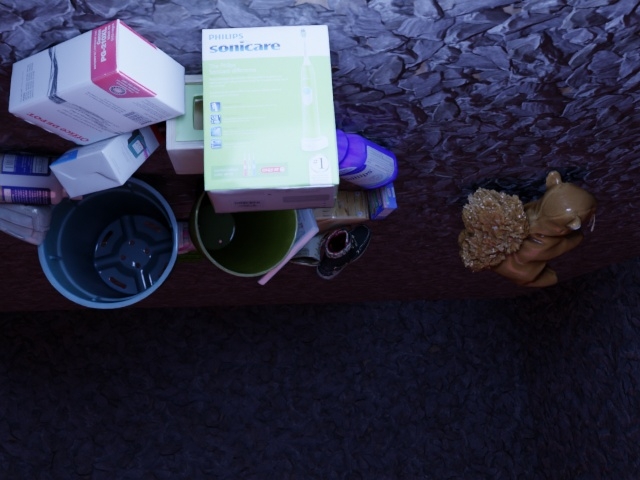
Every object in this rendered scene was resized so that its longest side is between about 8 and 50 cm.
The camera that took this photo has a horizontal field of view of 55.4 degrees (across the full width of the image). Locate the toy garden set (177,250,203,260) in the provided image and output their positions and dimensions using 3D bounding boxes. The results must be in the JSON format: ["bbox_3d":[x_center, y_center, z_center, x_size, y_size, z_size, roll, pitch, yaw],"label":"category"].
[{"bbox_3d":[-0.511,0.029,2.187,0.204,0.049,0.244,0,165,-22],"label":"toy garden set"}]

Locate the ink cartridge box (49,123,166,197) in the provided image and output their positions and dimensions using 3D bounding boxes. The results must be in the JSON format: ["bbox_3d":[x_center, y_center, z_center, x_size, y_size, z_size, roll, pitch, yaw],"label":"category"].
[{"bbox_3d":[-0.410,-0.186,1.217,0.134,0.231,0.078,-11,122,22],"label":"ink cartridge box"}]

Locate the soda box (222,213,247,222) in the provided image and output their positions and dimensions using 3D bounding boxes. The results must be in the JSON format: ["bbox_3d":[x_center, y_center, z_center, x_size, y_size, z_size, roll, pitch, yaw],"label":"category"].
[{"bbox_3d":[-0.212,-0.084,1.823,0.183,0.058,0.063,-16,161,39],"label":"soda box"}]

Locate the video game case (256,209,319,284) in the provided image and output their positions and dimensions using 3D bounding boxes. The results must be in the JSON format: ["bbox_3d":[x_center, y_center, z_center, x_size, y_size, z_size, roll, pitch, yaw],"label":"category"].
[{"bbox_3d":[-0.106,-0.015,1.688,0.026,0.206,0.227,34,112,-31],"label":"video game case"}]

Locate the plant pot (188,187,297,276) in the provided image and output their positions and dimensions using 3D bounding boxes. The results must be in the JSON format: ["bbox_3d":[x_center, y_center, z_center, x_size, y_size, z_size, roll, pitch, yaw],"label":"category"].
[{"bbox_3d":[-0.248,-0.040,1.657,0.275,0.274,0.294,4,176,-28],"label":"plant pot"}]

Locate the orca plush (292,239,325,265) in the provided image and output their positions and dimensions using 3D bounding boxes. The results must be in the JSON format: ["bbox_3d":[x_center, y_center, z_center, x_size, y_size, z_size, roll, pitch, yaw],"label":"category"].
[{"bbox_3d":[-0.131,0.018,2.114,0.287,0.102,0.151,-33,137,-4],"label":"orca plush"}]

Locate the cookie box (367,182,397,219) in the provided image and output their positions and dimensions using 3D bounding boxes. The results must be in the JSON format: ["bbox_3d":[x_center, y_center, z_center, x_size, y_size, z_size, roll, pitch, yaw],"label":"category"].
[{"bbox_3d":[0.175,-0.118,1.736,0.040,0.091,0.107,-3,164,-17],"label":"cookie box"}]

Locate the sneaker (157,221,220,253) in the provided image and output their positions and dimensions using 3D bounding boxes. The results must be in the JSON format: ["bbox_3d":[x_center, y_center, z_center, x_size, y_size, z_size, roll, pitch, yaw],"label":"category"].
[{"bbox_3d":[-0.423,-0.012,1.949,0.253,0.102,0.111,-14,164,31],"label":"sneaker"}]

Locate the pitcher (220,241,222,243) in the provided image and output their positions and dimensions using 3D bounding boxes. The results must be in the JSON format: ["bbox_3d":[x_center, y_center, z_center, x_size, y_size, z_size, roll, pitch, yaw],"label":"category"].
[{"bbox_3d":[-0.212,-0.004,1.995,0.207,0.125,0.178,10,-170,25],"label":"pitcher"}]

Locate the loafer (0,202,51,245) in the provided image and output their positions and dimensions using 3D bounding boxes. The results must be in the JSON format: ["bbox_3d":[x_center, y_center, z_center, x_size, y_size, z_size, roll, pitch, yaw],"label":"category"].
[{"bbox_3d":[-0.806,-0.073,1.456,0.320,0.111,0.112,18,-166,4],"label":"loafer"}]

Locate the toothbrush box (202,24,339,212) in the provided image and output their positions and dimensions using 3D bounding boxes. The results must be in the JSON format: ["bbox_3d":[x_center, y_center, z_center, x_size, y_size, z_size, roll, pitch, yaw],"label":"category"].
[{"bbox_3d":[-0.083,-0.198,1.004,0.207,0.283,0.122,-4,166,-3],"label":"toothbrush box"}]

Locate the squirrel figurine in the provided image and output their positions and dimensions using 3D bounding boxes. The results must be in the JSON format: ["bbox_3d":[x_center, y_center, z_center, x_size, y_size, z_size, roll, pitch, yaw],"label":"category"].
[{"bbox_3d":[0.621,-0.038,1.834,0.398,0.280,0.370,-2,159,-17],"label":"squirrel figurine"}]

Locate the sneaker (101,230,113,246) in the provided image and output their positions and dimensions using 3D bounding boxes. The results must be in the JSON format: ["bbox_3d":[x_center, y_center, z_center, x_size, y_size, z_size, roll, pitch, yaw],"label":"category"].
[{"bbox_3d":[-0.716,-0.008,1.954,0.086,0.064,0.192,-24,159,39],"label":"sneaker"}]

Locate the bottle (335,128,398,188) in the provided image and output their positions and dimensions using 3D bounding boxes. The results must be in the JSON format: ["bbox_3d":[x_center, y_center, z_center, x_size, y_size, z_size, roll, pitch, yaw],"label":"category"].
[{"bbox_3d":[0.066,-0.195,1.419,0.118,0.092,0.283,-14,162,36],"label":"bottle"}]

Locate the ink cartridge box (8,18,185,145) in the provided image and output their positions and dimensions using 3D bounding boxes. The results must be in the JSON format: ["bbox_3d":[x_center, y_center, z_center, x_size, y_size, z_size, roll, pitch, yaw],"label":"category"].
[{"bbox_3d":[-0.380,-0.260,1.046,0.237,0.100,0.172,-11,163,23],"label":"ink cartridge box"}]

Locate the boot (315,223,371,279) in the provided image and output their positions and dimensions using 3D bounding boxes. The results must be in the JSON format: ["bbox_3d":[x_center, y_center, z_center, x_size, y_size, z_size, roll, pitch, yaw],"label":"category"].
[{"bbox_3d":[0.086,0.007,1.875,0.236,0.085,0.178,-43,165,-24],"label":"boot"}]

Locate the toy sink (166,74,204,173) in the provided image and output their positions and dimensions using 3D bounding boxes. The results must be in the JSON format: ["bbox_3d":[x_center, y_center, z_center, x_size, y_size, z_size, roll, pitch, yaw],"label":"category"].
[{"bbox_3d":[-0.165,-0.221,1.152,0.234,0.152,0.131,-2,164,-5],"label":"toy sink"}]

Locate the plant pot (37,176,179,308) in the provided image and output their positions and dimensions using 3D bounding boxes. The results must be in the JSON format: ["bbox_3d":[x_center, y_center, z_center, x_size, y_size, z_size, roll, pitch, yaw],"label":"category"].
[{"bbox_3d":[-0.539,0.020,1.672,0.342,0.340,0.334,-3,173,-5],"label":"plant pot"}]

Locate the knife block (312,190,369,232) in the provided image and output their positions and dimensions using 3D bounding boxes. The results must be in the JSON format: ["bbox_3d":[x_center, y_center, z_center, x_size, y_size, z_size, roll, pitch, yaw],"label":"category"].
[{"bbox_3d":[-0.010,-0.072,1.865,0.276,0.088,0.242,-2,166,-9],"label":"knife block"}]

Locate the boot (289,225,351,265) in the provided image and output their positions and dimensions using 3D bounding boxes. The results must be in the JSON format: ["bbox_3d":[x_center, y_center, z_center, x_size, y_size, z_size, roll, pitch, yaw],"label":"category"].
[{"bbox_3d":[0.000,0.000,1.970,0.214,0.165,0.077,-4,145,2],"label":"boot"}]

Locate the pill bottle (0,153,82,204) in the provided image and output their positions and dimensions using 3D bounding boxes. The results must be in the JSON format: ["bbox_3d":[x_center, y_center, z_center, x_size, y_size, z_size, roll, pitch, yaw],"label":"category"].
[{"bbox_3d":[-0.646,-0.139,1.402,0.187,0.111,0.112,2,164,-20],"label":"pill bottle"}]
